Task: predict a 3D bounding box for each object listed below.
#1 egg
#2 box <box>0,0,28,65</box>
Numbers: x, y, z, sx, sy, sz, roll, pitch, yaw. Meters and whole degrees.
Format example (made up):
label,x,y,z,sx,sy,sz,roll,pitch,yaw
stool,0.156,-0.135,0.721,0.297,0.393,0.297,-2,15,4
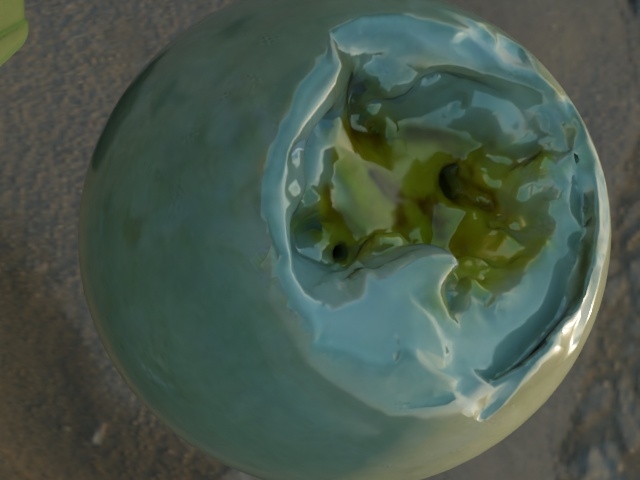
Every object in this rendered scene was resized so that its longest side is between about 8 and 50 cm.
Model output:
label,x,y,z,sx,sy,sz,roll,pitch,yaw
egg,0.000,0.000,0.752,0.278,0.336,0.278,3,83,-23
box,-0.474,-0.291,1.396,0.178,0.328,0.253,-61,158,-58
